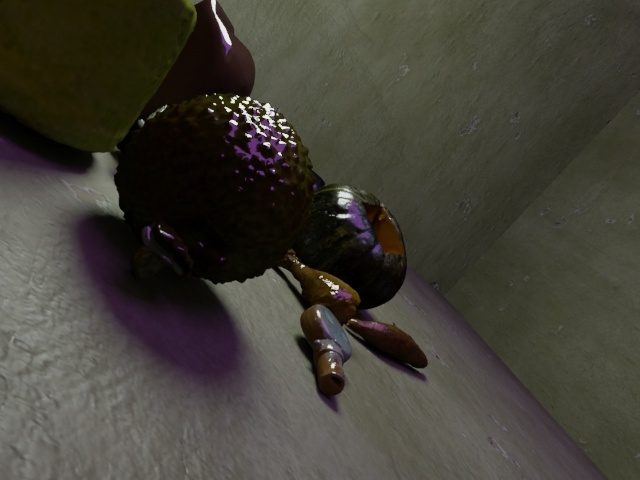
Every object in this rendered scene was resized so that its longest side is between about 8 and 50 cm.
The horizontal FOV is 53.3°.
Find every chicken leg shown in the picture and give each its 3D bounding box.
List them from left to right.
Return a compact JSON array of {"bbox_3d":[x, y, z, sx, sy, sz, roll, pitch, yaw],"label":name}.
[{"bbox_3d":[-0.018,0.081,1.264,0.251,0.087,0.107,40,-6,32],"label":"chicken leg"}]

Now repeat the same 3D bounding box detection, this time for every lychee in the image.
[{"bbox_3d":[-0.138,-0.069,0.862,0.270,0.270,0.320,33,48,-48],"label":"lychee"}]

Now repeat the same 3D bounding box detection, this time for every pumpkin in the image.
[{"bbox_3d":[0.076,0.013,1.507,0.320,0.192,0.320,39,36,-37],"label":"pumpkin"}]

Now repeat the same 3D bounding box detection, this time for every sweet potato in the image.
[{"bbox_3d":[0.170,0.227,1.421,0.066,0.072,0.314,30,0,45],"label":"sweet potato"}]

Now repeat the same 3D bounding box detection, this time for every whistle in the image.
[{"bbox_3d":[0.009,0.172,1.008,0.107,0.057,0.220,54,9,-19],"label":"whistle"}]

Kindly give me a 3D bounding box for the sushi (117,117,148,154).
[{"bbox_3d":[-0.309,-0.165,1.178,0.090,0.078,0.150,50,9,11],"label":"sushi"}]

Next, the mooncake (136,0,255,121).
[{"bbox_3d":[-0.311,-0.354,1.315,0.174,0.326,0.334,32,34,-66],"label":"mooncake"}]

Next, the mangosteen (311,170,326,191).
[{"bbox_3d":[-0.076,-0.104,1.676,0.194,0.194,0.230,41,-17,-8],"label":"mangosteen"}]

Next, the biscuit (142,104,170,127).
[{"bbox_3d":[-0.228,-0.128,1.150,0.147,0.046,0.250,-87,152,-59],"label":"biscuit"}]

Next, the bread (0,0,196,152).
[{"bbox_3d":[-0.372,-0.330,0.931,0.348,0.308,0.348,40,5,-4],"label":"bread"}]
